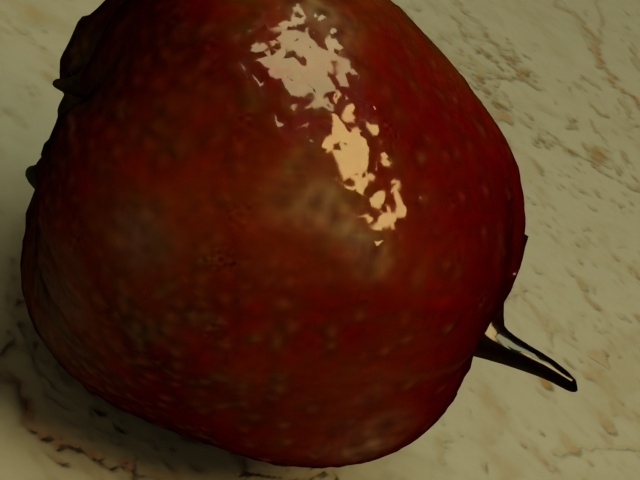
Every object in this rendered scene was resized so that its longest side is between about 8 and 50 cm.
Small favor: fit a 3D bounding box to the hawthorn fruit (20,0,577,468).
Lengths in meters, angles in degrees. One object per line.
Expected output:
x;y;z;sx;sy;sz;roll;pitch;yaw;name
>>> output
0.000;0.000;0.898;0.369;0.285;0.284;33;31;-11;hawthorn fruit
